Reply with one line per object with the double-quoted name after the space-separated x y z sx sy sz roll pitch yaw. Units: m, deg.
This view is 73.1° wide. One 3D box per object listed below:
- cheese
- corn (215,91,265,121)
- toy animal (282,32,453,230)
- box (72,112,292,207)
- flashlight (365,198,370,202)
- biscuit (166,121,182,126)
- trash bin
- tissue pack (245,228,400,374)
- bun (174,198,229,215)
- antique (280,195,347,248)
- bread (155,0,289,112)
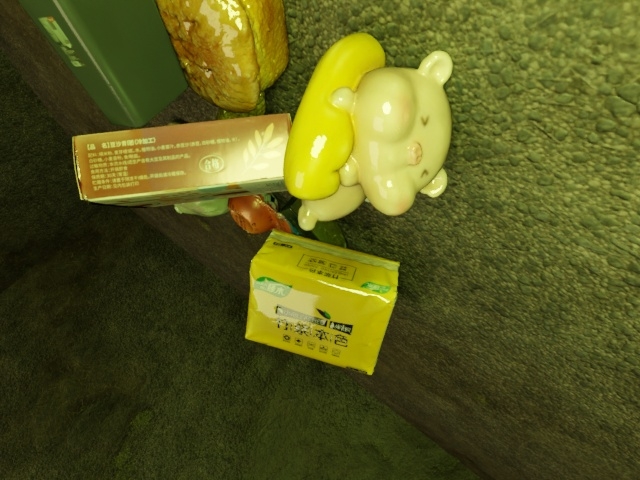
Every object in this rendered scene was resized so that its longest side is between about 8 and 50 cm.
-0.183 -0.088 1.404 0.329 0.129 0.217 27 155 28 "cheese"
-0.208 -0.283 1.095 0.120 0.120 0.363 43 157 -6 "corn"
0.086 -0.128 0.697 0.247 0.277 0.345 19 134 11 "toy animal"
-0.243 -0.154 0.923 0.344 0.385 0.122 -135 38 -86 "box"
0.089 -0.160 0.928 0.093 0.047 0.200 14 149 36 "flashlight"
-0.473 -0.333 1.540 0.188 0.040 0.265 43 160 -3 "biscuit"
-0.342 -0.328 0.722 0.115 0.165 0.225 14 144 27 "trash bin"
0.003 0.166 1.199 0.382 0.228 0.293 15 123 9 "tissue pack"
-0.442 -0.167 1.547 0.283 0.179 0.283 24 172 4 "bun"
-0.008 -0.040 1.273 0.221 0.081 0.080 46 159 -16 "antique"
-0.196 -0.394 0.802 0.312 0.172 0.312 34 153 21 "bread"
